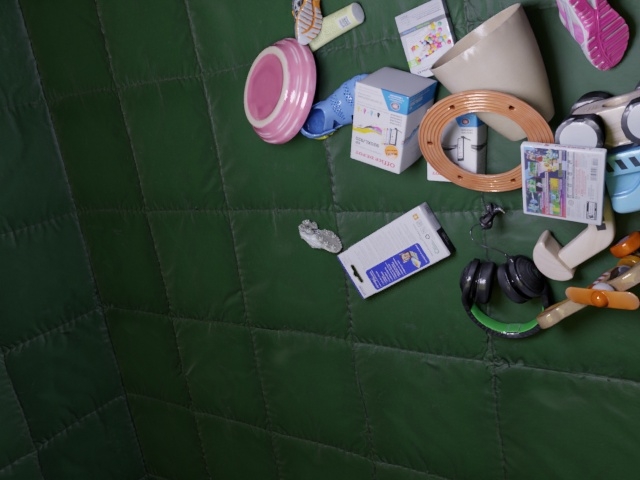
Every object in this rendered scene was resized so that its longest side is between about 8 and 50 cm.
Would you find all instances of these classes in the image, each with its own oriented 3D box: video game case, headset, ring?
[{"bbox_3d":[0.563,-0.133,1.393,0.183,0.023,0.201,13,137,33],"label":"video game case"},{"bbox_3d":[0.520,0.095,1.718,0.243,0.185,0.395,-7,119,32],"label":"headset"},{"bbox_3d":[0.414,-0.248,1.511,0.336,0.032,0.337,15,147,10],"label":"ring"}]

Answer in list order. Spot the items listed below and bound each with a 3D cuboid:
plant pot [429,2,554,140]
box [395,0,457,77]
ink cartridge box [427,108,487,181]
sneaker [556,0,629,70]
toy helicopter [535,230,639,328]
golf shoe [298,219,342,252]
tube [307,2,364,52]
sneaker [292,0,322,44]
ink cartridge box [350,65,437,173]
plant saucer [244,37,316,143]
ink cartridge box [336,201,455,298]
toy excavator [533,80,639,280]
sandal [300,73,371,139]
[{"bbox_3d":[0.457,-0.395,1.493,0.256,0.256,0.274,-29,106,39],"label":"plant pot"},{"bbox_3d":[0.299,-0.552,1.651,0.145,0.038,0.186,-11,102,38],"label":"box"},{"bbox_3d":[0.381,-0.269,1.674,0.148,0.086,0.203,8,112,32],"label":"ink cartridge box"},{"bbox_3d":[0.630,-0.519,1.400,0.102,0.111,0.252,-29,111,10],"label":"sneaker"},{"bbox_3d":[0.696,0.138,1.514,0.140,0.235,0.355,53,127,6],"label":"toy helicopter"},{"bbox_3d":[0.000,0.000,2.076,0.176,0.069,0.086,35,145,23],"label":"golf shoe"},{"bbox_3d":[0.024,-0.640,1.803,0.240,0.070,0.062,-13,143,43],"label":"tube"},{"bbox_3d":[-0.047,-0.680,1.791,0.083,0.084,0.215,-9,69,50],"label":"sneaker"},{"bbox_3d":[0.203,-0.341,1.696,0.171,0.168,0.233,24,131,27],"label":"ink cartridge box"},{"bbox_3d":[-0.142,-0.472,1.876,0.332,0.084,0.333,-8,80,51],"label":"plant saucer"},{"bbox_3d":[0.233,0.039,1.914,0.370,0.069,0.176,-33,89,36],"label":"ink cartridge box"},{"bbox_3d":[0.691,-0.123,1.455,0.432,0.222,0.446,-12,110,39],"label":"toy excavator"},{"bbox_3d":[0.048,-0.396,1.828,0.317,0.138,0.126,-32,87,37],"label":"sandal"}]
